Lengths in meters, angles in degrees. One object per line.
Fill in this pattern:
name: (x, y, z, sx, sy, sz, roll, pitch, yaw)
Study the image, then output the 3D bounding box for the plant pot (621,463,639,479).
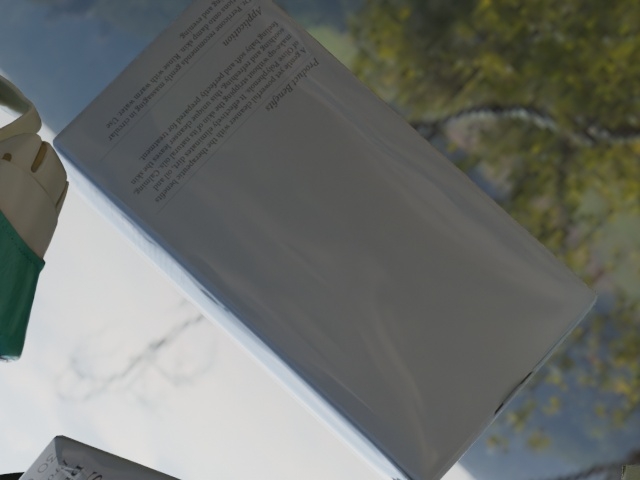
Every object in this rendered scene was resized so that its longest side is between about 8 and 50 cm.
plant pot: (0.281, 0.227, 0.936, 0.212, 0.187, 0.212, 17, 166, -25)

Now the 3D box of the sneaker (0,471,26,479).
sneaker: (-0.207, 0.199, 0.860, 0.140, 0.340, 0.125, -118, 27, -54)

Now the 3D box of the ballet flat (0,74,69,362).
ballet flat: (-0.180, -0.038, 0.963, 0.247, 0.087, 0.083, 54, 177, 47)

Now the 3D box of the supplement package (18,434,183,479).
supplement package: (-0.024, 0.204, 0.626, 0.175, 0.177, 0.293, 49, 158, -27)

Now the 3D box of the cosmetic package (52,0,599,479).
cosmetic package: (0.000, 0.000, 1.369, 0.365, 0.197, 0.155, 44, 170, 5)
